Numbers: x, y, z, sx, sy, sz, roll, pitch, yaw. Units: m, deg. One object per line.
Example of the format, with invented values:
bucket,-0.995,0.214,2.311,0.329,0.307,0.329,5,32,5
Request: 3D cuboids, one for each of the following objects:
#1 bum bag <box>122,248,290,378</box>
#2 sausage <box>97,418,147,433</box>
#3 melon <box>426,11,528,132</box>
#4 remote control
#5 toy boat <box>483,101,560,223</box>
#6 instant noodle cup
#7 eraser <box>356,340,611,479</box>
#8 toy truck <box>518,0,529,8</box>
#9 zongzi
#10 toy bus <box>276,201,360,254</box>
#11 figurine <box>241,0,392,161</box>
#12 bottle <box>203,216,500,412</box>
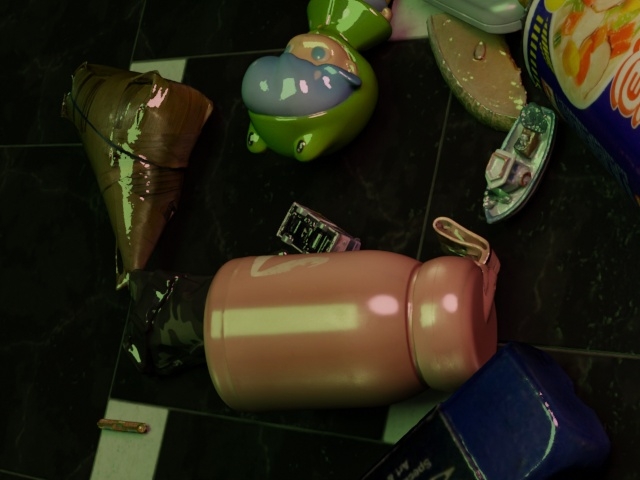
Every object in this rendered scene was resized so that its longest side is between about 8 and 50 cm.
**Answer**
bum bag,-0.125,0.091,1.828,0.340,0.095,0.144,-8,96,42
sausage,-0.259,0.243,1.956,0.100,0.015,0.015,-1,74,43
melon,0.183,-0.190,1.696,0.098,0.054,0.182,-21,60,19
remote control,0.168,-0.297,1.707,0.087,0.047,0.244,-38,38,-11
toy boat,0.209,-0.082,1.607,0.059,0.066,0.140,25,93,41
instant noodle cup,0.343,-0.148,1.386,0.284,0.284,0.312,-55,38,13
eraser,0.135,0.266,1.519,0.332,0.101,0.155,-47,49,21
toy truck,0.229,-0.357,1.478,0.162,0.385,0.161,-19,60,21
zongzi,-0.283,-0.092,2.036,0.260,0.123,0.289,16,90,49
toy bus,0.000,0.000,1.776,0.102,0.058,0.052,36,100,49
figurine,0.007,-0.211,1.804,0.162,0.143,0.263,15,68,37
bottle,0.040,0.079,1.599,0.297,0.173,0.206,-5,58,22
